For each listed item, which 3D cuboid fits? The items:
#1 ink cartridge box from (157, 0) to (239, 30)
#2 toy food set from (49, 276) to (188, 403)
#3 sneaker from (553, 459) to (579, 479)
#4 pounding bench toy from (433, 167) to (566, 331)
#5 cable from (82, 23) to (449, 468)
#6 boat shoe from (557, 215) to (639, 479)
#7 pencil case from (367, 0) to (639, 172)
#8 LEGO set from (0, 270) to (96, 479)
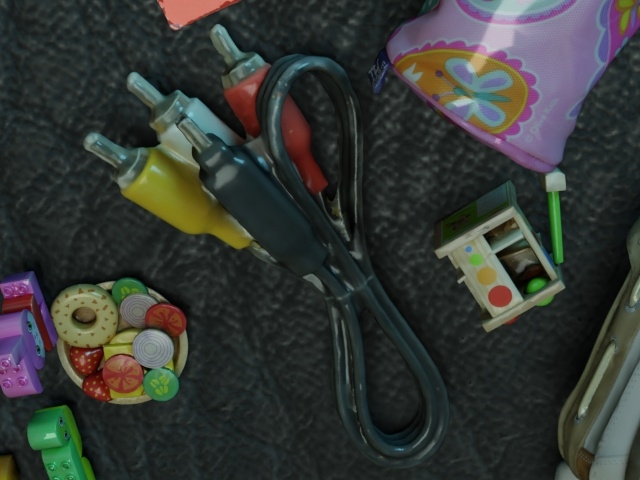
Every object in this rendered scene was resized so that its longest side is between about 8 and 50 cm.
[{"bbox_3d":[-0.033,-0.209,0.920,0.179,0.045,0.145,-23,105,8],"label":"ink cartridge box"},{"bbox_3d":[-0.119,0.062,1.028,0.083,0.020,0.083,-5,108,5],"label":"toy food set"},{"bbox_3d":[0.283,0.132,0.997,0.297,0.111,0.129,-2,86,6],"label":"sneaker"},{"bbox_3d":[0.117,0.004,0.976,0.083,0.052,0.065,-31,104,13],"label":"pounding bench toy"},{"bbox_3d":[0.000,0.000,0.997,0.139,0.072,0.287,-40,115,-2],"label":"cable"},{"bbox_3d":[0.219,0.008,0.935,0.113,0.103,0.302,30,86,-39],"label":"boat shoe"},{"bbox_3d":[0.145,-0.175,0.883,0.124,0.124,0.284,31,109,-7],"label":"pencil case"},{"bbox_3d":[-0.187,0.145,1.013,0.087,0.093,0.227,-10,114,13],"label":"LEGO set"}]
